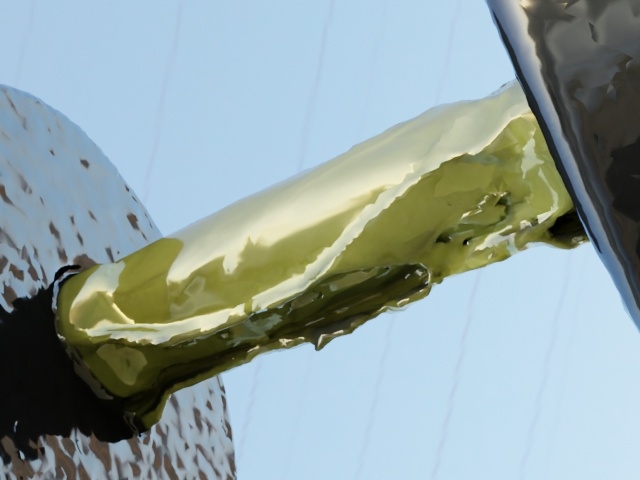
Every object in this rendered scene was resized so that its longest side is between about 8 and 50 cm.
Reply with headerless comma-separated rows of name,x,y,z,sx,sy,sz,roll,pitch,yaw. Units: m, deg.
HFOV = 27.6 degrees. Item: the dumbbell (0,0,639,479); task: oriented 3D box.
dumbbell,0.000,0.000,0.425,0.203,0.322,0.203,57,-161,-31
